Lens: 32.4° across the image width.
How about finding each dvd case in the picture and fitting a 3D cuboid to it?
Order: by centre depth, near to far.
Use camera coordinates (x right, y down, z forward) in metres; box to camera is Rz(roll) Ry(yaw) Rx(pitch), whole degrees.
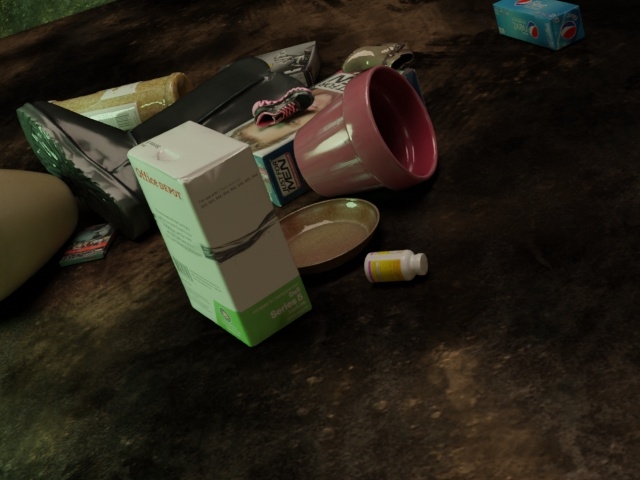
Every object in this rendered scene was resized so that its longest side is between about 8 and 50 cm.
[{"bbox_3d":[-0.413,0.004,1.989,0.087,0.013,0.119,-12,29,15],"label":"dvd case"}]

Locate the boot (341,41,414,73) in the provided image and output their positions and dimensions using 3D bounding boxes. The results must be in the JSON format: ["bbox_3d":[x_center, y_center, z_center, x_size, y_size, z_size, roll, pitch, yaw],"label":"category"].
[{"bbox_3d":[0.107,-0.326,1.997,0.118,0.042,0.087,-34,39,-13],"label":"boot"}]

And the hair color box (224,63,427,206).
[{"bbox_3d":[0.005,-0.203,1.995,0.347,0.105,0.174,-33,30,-23],"label":"hair color box"}]

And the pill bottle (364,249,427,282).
[{"bbox_3d":[0.107,0.036,1.552,0.083,0.043,0.043,-4,31,27],"label":"pill bottle"}]

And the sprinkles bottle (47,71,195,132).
[{"bbox_3d":[-0.434,-0.258,2.300,0.355,0.121,0.121,-9,29,19],"label":"sprinkles bottle"}]

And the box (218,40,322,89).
[{"bbox_3d":[-0.119,-0.354,2.408,0.231,0.056,0.183,-12,29,14],"label":"box"}]

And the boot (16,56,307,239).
[{"bbox_3d":[-0.292,-0.236,2.094,0.445,0.146,0.367,-39,67,-25],"label":"boot"}]

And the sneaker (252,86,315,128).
[{"bbox_3d":[-0.065,-0.227,1.926,0.119,0.047,0.057,-19,33,18],"label":"sneaker"}]

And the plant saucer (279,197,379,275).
[{"bbox_3d":[0.000,0.000,1.698,0.198,0.036,0.199,-15,27,8],"label":"plant saucer"}]

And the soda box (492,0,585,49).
[{"bbox_3d":[0.430,-0.437,2.184,0.071,0.067,0.210,-26,28,-14],"label":"soda box"}]

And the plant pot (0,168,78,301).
[{"bbox_3d":[-0.564,-0.023,1.926,0.256,0.257,0.274,-2,16,31],"label":"plant pot"}]

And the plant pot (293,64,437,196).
[{"bbox_3d":[0.064,-0.160,1.802,0.180,0.201,0.201,-22,22,31],"label":"plant pot"}]

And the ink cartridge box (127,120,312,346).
[{"bbox_3d":[-0.144,-0.014,1.558,0.114,0.273,0.198,-31,29,-21],"label":"ink cartridge box"}]
